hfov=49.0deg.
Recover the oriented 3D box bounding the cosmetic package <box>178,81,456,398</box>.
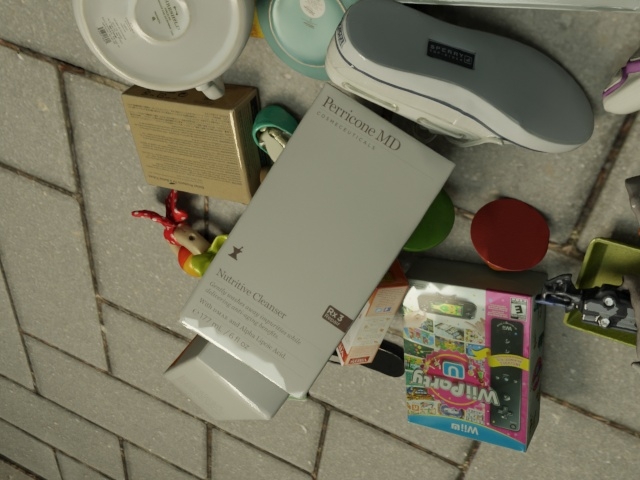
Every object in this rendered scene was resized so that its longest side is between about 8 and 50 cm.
[{"bbox_3d":[0.000,0.000,1.001,0.217,0.156,0.385,31,97,5],"label":"cosmetic package"}]

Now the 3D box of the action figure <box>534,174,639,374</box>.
[{"bbox_3d":[0.452,0.086,0.934,0.341,0.178,0.330,3,117,25],"label":"action figure"}]

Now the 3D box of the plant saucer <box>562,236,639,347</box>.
[{"bbox_3d":[0.486,0.080,1.062,0.188,0.045,0.188,17,133,18],"label":"plant saucer"}]

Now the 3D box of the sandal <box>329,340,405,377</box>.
[{"bbox_3d":[0.054,0.221,1.441,0.254,0.054,0.097,14,132,22],"label":"sandal"}]

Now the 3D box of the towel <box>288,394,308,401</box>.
[{"bbox_3d":[-0.097,0.310,1.638,0.113,0.023,0.152,-1,123,30],"label":"towel"}]

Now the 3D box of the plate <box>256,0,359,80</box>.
[{"bbox_3d":[-0.012,-0.304,0.975,0.188,0.024,0.188,19,136,19],"label":"plate"}]

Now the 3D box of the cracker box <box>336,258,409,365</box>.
[{"bbox_3d":[0.071,0.095,1.252,0.067,0.155,0.232,-4,138,-20],"label":"cracker box"}]

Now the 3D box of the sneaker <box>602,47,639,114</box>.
[{"bbox_3d":[0.475,-0.193,0.788,0.305,0.114,0.152,-22,111,42],"label":"sneaker"}]

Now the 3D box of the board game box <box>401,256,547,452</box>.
[{"bbox_3d":[0.264,0.194,1.218,0.224,0.097,0.303,8,118,28],"label":"board game box"}]

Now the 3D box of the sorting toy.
[{"bbox_3d":[0.170,-0.013,1.132,0.366,0.127,0.126,13,156,9],"label":"sorting toy"}]

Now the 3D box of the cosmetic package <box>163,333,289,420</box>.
[{"bbox_3d":[-0.141,0.203,1.322,0.161,0.230,0.453,41,156,-6],"label":"cosmetic package"}]

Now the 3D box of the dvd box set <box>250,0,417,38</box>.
[{"bbox_3d":[-0.071,-0.428,0.966,0.420,0.062,0.307,14,133,21],"label":"dvd box set"}]

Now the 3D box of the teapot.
[{"bbox_3d":[-0.207,-0.339,0.961,0.252,0.187,0.256,18,123,-20],"label":"teapot"}]

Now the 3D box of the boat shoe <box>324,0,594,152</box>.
[{"bbox_3d":[0.174,-0.188,0.939,0.367,0.136,0.156,14,161,-15],"label":"boat shoe"}]

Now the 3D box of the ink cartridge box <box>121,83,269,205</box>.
[{"bbox_3d":[-0.216,-0.180,1.246,0.235,0.088,0.193,12,133,22],"label":"ink cartridge box"}]

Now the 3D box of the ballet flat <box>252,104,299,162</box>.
[{"bbox_3d":[-0.022,-0.120,1.177,0.247,0.087,0.083,43,136,-7],"label":"ballet flat"}]

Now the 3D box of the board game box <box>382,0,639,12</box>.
[{"bbox_3d":[0.234,-0.441,0.726,0.390,0.050,0.390,7,130,13],"label":"board game box"}]

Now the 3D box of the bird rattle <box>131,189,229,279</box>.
[{"bbox_3d":[-0.264,0.022,1.426,0.253,0.143,0.207,29,152,12],"label":"bird rattle"}]

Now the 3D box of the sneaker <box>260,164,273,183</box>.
[{"bbox_3d":[-0.036,-0.056,1.263,0.086,0.064,0.192,-5,124,25],"label":"sneaker"}]
